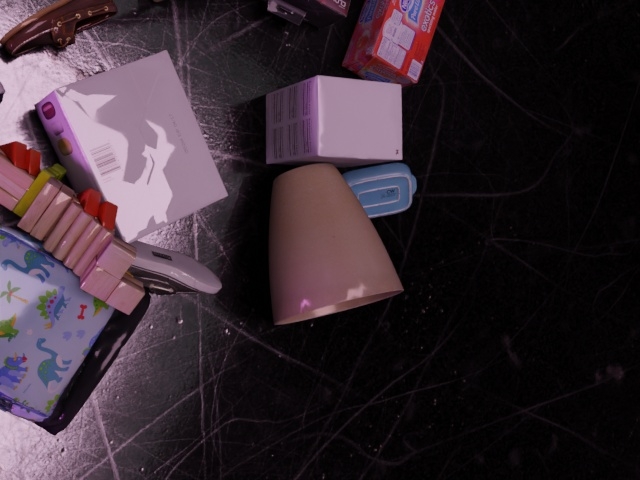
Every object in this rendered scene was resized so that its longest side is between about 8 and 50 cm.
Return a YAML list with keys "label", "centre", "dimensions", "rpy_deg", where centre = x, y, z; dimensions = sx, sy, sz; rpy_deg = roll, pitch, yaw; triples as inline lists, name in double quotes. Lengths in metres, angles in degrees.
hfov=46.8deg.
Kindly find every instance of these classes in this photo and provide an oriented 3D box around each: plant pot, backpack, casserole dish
- label: "plant pot"
  centre: [0.000, 0.000, 1.432]
  dimensions: [0.257, 0.256, 0.274]
  rpy_deg: [-10, 79, -31]
- label: "backpack"
  centre: [-0.481, 0.110, 1.140]
  dimensions: [0.355, 0.273, 0.290]
  rpy_deg: [36, 79, -13]
- label: "casserole dish"
  centre: [0.118, -0.097, 1.553]
  dimensions: [0.188, 0.037, 0.114]
  rpy_deg: [-11, 119, -10]

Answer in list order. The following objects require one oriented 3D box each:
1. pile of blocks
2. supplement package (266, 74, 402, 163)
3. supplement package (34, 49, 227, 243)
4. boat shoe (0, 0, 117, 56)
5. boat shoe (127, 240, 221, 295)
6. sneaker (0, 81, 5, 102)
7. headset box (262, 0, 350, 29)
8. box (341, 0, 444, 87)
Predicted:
- label: "pile of blocks"
  centre: [-0.379, -0.044, 1.146]
  dimensions: [0.362, 0.149, 0.112]
  rpy_deg: [40, 98, 13]
- label: "supplement package"
  centre: [0.024, -0.225, 1.446]
  dimensions: [0.194, 0.203, 0.149]
  rpy_deg: [-1, 91, -31]
- label: "supplement package"
  centre: [-0.317, -0.151, 1.242]
  dimensions: [0.204, 0.145, 0.261]
  rpy_deg: [-29, 105, -29]
- label: "boat shoe"
  centre: [-0.435, -0.364, 1.245]
  dimensions: [0.207, 0.073, 0.073]
  rpy_deg: [-42, 109, -23]
- label: "boat shoe"
  centre: [-0.285, 0.061, 1.345]
  dimensions: [0.219, 0.078, 0.070]
  rpy_deg: [24, 112, -32]
- label: "sneaker"
  centre: [-0.584, -0.132, 1.146]
  dimensions: [0.269, 0.101, 0.153]
  rpy_deg: [-37, 109, -19]
- label: "headset box"
  centre: [-0.037, -0.577, 1.461]
  dimensions: [0.218, 0.110, 0.293]
  rpy_deg: [17, 81, -29]
- label: "box"
  centre: [0.162, -0.464, 1.573]
  dimensions: [0.128, 0.123, 0.256]
  rpy_deg: [25, 78, -29]
